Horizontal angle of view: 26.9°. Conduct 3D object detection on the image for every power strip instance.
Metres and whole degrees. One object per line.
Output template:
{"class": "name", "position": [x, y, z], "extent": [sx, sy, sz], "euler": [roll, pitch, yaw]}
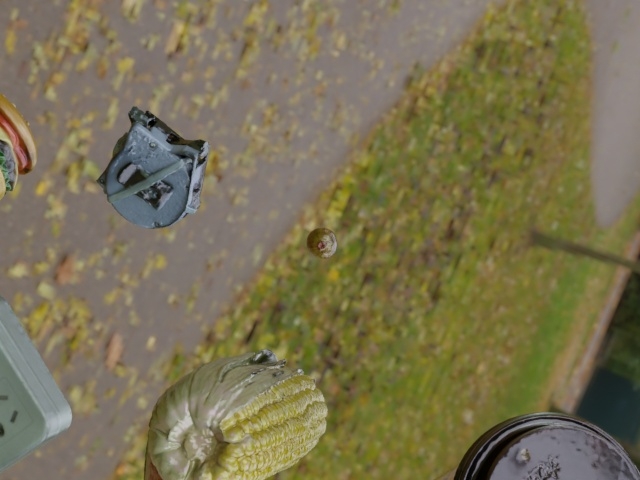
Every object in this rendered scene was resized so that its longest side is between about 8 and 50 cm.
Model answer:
{"class": "power strip", "position": [-0.503, 0.229, 1.918], "extent": [0.261, 0.229, 0.141], "euler": [-35, 174, 18]}

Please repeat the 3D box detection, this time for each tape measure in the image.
{"class": "tape measure", "position": [-0.142, -0.058, 1.165], "extent": [0.094, 0.091, 0.054], "euler": [-63, -178, 29]}

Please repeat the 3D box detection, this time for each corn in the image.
{"class": "corn", "position": [-0.076, 0.178, 1.315], "extent": [0.122, 0.123, 0.305], "euler": [-32, 170, 10]}

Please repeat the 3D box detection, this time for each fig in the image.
{"class": "fig", "position": [0.000, 0.000, 2.120], "extent": [0.083, 0.050, 0.050], "euler": [-123, -127, -76]}

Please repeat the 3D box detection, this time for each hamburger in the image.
{"class": "hamburger", "position": [-0.430, -0.123, 1.660], "extent": [0.115, 0.162, 0.162], "euler": [-47, 157, -30]}

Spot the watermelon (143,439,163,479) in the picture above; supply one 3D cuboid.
{"class": "watermelon", "position": [-0.158, 0.265, 1.576], "extent": [0.163, 0.069, 0.086], "euler": [173, -82, -65]}

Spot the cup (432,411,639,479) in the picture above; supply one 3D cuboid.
{"class": "cup", "position": [0.187, 0.275, 1.300], "extent": [0.196, 0.196, 0.279], "euler": [-62, -175, -20]}
